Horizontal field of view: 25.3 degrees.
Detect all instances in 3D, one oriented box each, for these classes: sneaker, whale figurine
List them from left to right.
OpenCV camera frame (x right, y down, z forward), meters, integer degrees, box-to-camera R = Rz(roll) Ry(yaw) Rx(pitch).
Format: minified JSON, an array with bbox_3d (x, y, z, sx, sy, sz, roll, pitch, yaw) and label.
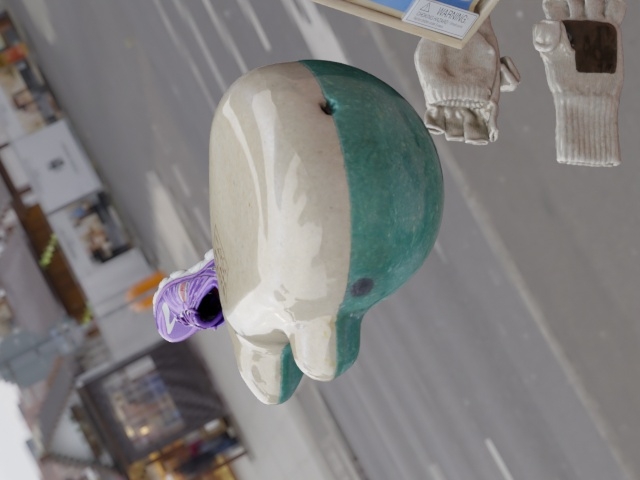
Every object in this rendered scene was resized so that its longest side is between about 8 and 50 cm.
[{"bbox_3d":[-0.124,0.064,1.436,0.068,0.071,0.170,29,142,-17],"label":"sneaker"},{"bbox_3d":[0.000,0.000,0.972,0.272,0.141,0.216,103,153,-49],"label":"whale figurine"}]

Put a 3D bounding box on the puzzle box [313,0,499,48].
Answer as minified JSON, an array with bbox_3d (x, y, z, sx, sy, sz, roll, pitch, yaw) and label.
[{"bbox_3d":[0.052,-0.321,1.205,0.409,0.272,0.052,9,-142,-41],"label":"puzzle box"}]

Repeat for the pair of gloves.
[{"bbox_3d":[0.215,-0.189,1.515,0.042,0.240,0.204,130,148,-67],"label":"pair of gloves"}]
